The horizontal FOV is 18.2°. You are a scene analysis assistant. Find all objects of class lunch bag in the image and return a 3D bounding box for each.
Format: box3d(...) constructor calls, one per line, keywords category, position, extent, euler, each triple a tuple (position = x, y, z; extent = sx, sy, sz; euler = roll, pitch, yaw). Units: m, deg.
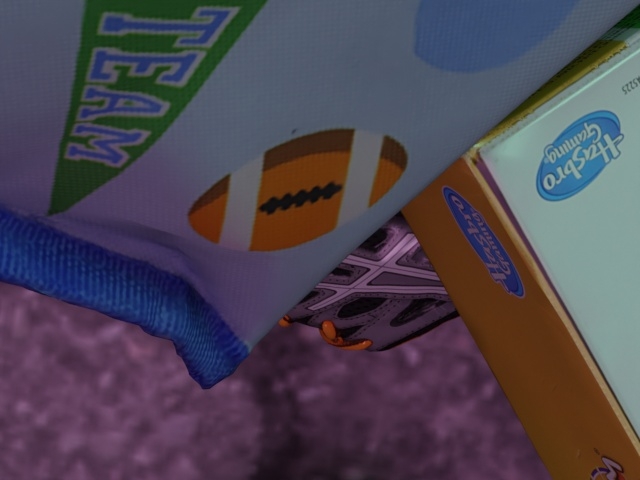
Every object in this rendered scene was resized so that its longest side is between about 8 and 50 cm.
box3d(category="lunch bag", position=(-0.033, -0.214, 0.512), extent=(0.328, 0.385, 0.239), euler=(-41, 146, 12))

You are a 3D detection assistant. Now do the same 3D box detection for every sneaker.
box3d(category="sneaker", position=(0.000, 0.000, 0.693), extent=(0.215, 0.084, 0.083), euler=(-3, 112, 0))

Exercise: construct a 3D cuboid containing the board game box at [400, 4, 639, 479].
box3d(category="board game box", position=(0.194, 0.048, 0.596), extent=(0.242, 0.064, 0.316), euler=(-33, 101, -19))
